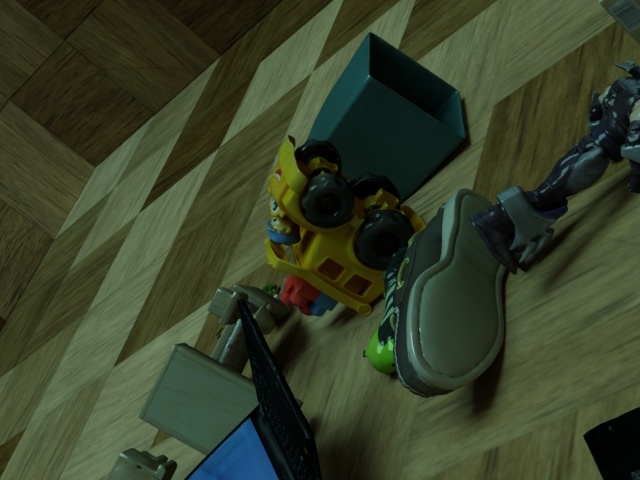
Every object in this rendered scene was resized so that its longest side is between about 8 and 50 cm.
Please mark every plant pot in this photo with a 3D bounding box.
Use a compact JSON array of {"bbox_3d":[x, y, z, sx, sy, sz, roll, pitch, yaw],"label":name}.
[{"bbox_3d":[0.069,-0.141,1.859,0.234,0.165,0.166,-50,17,26],"label":"plant pot"}]

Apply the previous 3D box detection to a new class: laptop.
[{"bbox_3d":[-0.091,0.247,1.411,0.136,0.264,0.234,-19,40,-12],"label":"laptop"}]

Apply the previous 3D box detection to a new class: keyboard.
[{"bbox_3d":[0.255,0.203,1.005,0.100,0.038,0.192,-23,23,7],"label":"keyboard"}]

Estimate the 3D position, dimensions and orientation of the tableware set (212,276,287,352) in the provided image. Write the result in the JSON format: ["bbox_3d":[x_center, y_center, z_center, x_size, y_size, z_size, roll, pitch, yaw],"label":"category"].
[{"bbox_3d":[-0.113,0.118,1.990,0.154,0.024,0.104,-39,22,30],"label":"tableware set"}]

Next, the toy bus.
[{"bbox_3d":[0.000,0.000,1.671,0.211,0.220,0.149,-51,23,19],"label":"toy bus"}]

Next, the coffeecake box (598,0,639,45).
[{"bbox_3d":[0.389,-0.284,1.413,0.068,0.142,0.185,-31,26,43],"label":"coffeecake box"}]

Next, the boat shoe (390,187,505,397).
[{"bbox_3d":[0.131,0.066,1.401,0.097,0.116,0.324,-43,16,34],"label":"boat shoe"}]

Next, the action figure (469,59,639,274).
[{"bbox_3d":[0.286,-0.087,1.347,0.285,0.099,0.185,-43,6,13],"label":"action figure"}]

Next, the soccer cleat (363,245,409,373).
[{"bbox_3d":[0.104,0.080,1.529,0.072,0.060,0.179,-19,41,40],"label":"soccer cleat"}]

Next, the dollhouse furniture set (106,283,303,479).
[{"bbox_3d":[-0.103,0.233,1.735,0.303,0.174,0.355,-63,-11,2],"label":"dollhouse furniture set"}]
